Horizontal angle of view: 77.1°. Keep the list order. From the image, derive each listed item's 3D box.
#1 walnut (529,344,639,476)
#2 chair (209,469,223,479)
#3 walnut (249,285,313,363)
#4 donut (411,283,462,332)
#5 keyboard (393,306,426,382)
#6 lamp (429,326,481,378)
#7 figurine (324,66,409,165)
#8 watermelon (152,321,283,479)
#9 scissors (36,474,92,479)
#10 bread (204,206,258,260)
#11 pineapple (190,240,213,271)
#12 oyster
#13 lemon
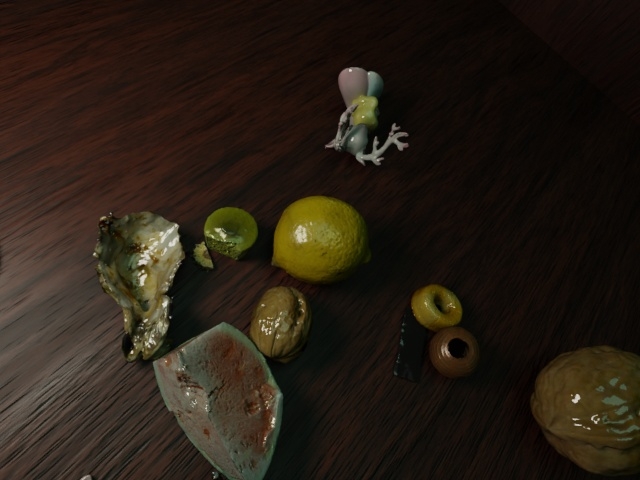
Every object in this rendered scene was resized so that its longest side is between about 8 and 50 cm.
[{"bbox_3d":[0.727,0.441,1.051,0.344,0.306,0.306,-12,71,-17],"label":"walnut"},{"bbox_3d":[-0.260,0.560,0.698,0.272,0.166,0.188,-18,83,-29],"label":"chair"},{"bbox_3d":[-0.091,0.192,0.950,0.156,0.155,0.184,22,61,-9],"label":"walnut"},{"bbox_3d":[0.338,0.190,1.148,0.152,0.058,0.151,13,56,-20],"label":"donut"},{"bbox_3d":[0.249,0.284,1.106,0.074,0.015,0.196,24,61,-12],"label":"keyboard"},{"bbox_3d":[0.358,0.299,1.071,0.137,0.136,0.136,8,64,-16],"label":"lamp"},{"bbox_3d":[0.119,-0.372,1.227,0.207,0.284,0.315,6,76,-16],"label":"figurine"},{"bbox_3d":[-0.200,0.340,0.821,0.224,0.180,0.305,-30,88,-1],"label":"watermelon"},{"bbox_3d":[-0.475,0.593,0.696,0.160,0.024,0.317,5,65,-20],"label":"scissors"},{"bbox_3d":[-0.225,-0.018,1.016,0.129,0.114,0.111,28,59,-5],"label":"bread"},{"bbox_3d":[-0.303,0.042,1.017,0.045,0.019,0.083,-17,72,-32],"label":"pineapple"},{"bbox_3d":[-0.385,0.095,0.898,0.198,0.133,0.336,-9,72,-25],"label":"oyster"},{"bbox_3d":[0.008,0.001,1.030,0.254,0.228,0.228,6,64,-24],"label":"lemon"}]
